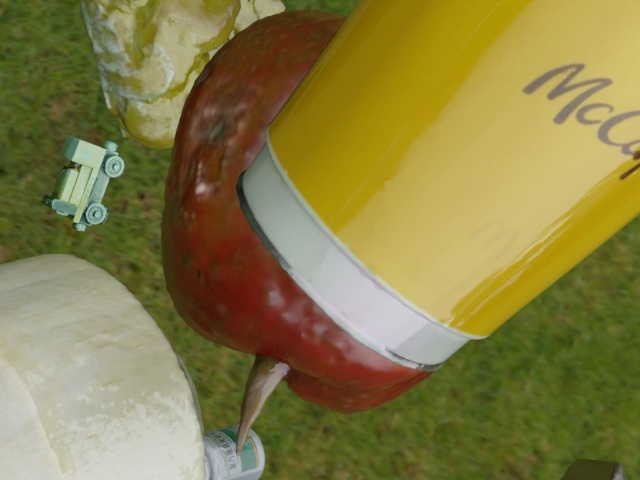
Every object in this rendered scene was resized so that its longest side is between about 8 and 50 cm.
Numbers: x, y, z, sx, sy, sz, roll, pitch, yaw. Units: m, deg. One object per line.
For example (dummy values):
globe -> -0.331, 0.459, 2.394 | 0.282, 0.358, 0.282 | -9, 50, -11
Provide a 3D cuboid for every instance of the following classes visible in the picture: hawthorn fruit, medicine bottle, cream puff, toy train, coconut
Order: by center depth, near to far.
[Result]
coconut -> -0.178, 0.115, 0.814 | 0.222, 0.202, 0.202 | -18, 109, -50
hawthorn fruit -> 0.011, -0.021, 1.021 | 0.258, 0.258, 0.262 | 5, 122, -34
medicine bottle -> -0.140, 0.282, 1.901 | 0.130, 0.080, 0.080 | -8, 103, -47
toy train -> -0.298, -0.074, 1.904 | 0.081, 0.050, 0.122 | 21, 92, -39
cream puff -> -0.186, -0.313, 2.127 | 0.275, 0.378, 0.378 | -14, 108, 2

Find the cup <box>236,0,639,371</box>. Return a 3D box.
cup -> 0.100, -0.083, 0.654 | 0.196, 0.196, 0.280 | 33, 110, -33

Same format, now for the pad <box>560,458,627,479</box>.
pad -> 0.223, 0.352, 1.559 | 0.018, 0.286, 0.284 | 28, 83, 2
